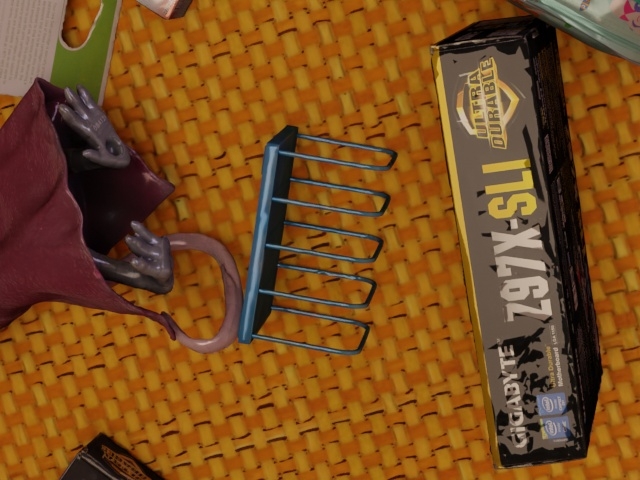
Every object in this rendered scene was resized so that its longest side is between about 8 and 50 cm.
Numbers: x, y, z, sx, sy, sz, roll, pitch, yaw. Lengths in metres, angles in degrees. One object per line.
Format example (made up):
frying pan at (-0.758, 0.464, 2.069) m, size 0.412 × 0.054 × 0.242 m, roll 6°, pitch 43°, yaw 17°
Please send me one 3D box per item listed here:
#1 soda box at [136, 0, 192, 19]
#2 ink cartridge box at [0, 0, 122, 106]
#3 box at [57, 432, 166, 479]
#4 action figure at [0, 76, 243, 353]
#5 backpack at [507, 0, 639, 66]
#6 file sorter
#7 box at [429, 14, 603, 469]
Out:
soda box at (-0.104, -0.279, 1.516) m, size 0.063 × 0.058 × 0.183 m, roll 33°, pitch 103°, yaw 3°
ink cartridge box at (-0.307, -0.225, 1.554) m, size 0.255 × 0.097 × 0.188 m, roll 6°, pitch 103°, yaw -26°
box at (-0.174, 0.378, 1.644) m, size 0.293 × 0.073 × 0.295 m, roll 37°, pitch 104°, yaw 1°
action figure at (-0.290, 0.023, 1.573) m, size 0.370 × 0.248 × 0.276 m, roll -32°, pitch 134°, yaw 29°
backpack at (0.242, -0.241, 1.372) m, size 0.253 × 0.225 × 0.191 m, roll 21°, pitch 107°, yaw 10°
file sorter at (0.000, 0.000, 1.519) m, size 0.104 × 0.118 × 0.170 m, roll 9°, pitch 102°, yaw 5°
box at (0.162, -0.010, 1.414) m, size 0.079 × 0.257 × 0.322 m, roll -7°, pitch 99°, yaw 11°
